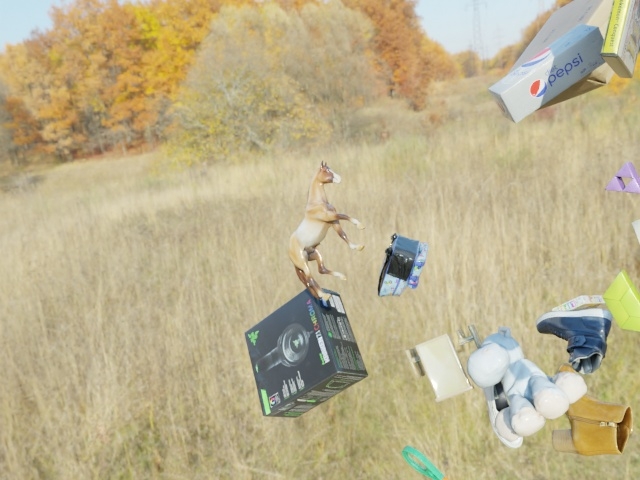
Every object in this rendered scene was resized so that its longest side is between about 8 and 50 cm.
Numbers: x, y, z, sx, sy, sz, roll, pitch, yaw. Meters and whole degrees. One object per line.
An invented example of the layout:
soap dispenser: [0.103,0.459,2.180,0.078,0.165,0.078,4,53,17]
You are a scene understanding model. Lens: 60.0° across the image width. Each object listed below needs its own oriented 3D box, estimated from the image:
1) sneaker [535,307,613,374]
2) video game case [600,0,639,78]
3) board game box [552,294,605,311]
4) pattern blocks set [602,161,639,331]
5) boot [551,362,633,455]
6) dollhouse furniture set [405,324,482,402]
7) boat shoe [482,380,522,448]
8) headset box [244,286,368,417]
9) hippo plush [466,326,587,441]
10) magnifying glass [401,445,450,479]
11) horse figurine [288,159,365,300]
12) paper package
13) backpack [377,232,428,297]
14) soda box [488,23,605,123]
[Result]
sneaker: [0.665,0.275,1.490,0.086,0.164,0.226,30,-25,-20]
video game case: [0.660,-0.491,1.171,0.035,0.249,0.274,16,13,33]
board game box: [0.801,0.202,1.707,0.154,0.026,0.103,4,-31,-38]
pattern blocks set: [0.461,0.033,0.628,0.026,0.325,0.285,-16,-22,-42]
boot: [0.790,0.481,1.605,0.211,0.104,0.295,-25,34,47]
dollhouse furniture set: [0.375,0.361,1.621,0.212,0.161,0.242,-26,-15,16]
boat shoe: [0.611,0.573,1.849,0.095,0.258,0.084,-23,-5,-7]
headset box: [-0.053,0.298,1.448,0.283,0.247,0.131,-37,-36,27]
hippo plush: [0.515,0.333,1.413,0.294,0.237,0.234,-23,-22,-37]
magnifying glass: [0.333,0.673,1.595,0.231,0.092,0.026,31,56,33]
horse figurine: [0.000,0.000,1.090,0.066,0.263,0.174,-13,47,-44]
paper package: [0.790,-0.595,1.702,0.325,0.168,0.309,-51,15,-14]
backpack: [0.230,0.087,1.592,0.116,0.174,0.158,18,23,8]
soda box: [0.594,-0.436,1.446,0.286,0.098,0.091,-35,24,10]
